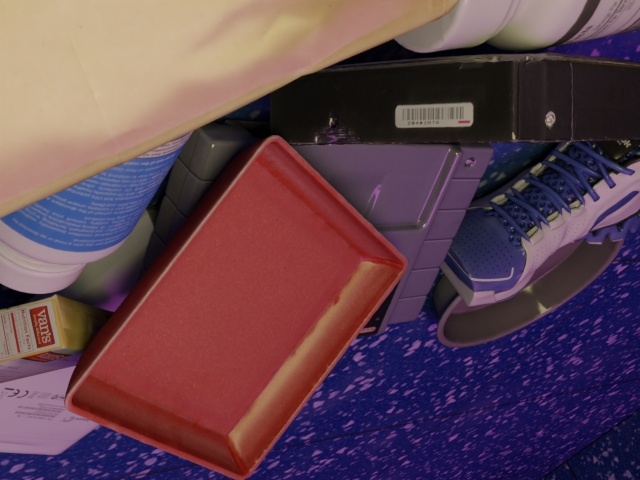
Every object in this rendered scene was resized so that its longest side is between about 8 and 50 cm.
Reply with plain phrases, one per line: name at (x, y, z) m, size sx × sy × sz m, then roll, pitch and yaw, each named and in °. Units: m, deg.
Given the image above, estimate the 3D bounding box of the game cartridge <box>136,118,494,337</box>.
game cartridge at (0.000, 0.000, 0.961) m, size 0.355 × 0.068 × 0.230 m, roll -4°, pitch 121°, yaw -41°

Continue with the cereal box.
cereal box at (-0.301, 0.099, 0.832) m, size 0.240 × 0.047 × 0.173 m, roll -14°, pitch 171°, yaw 1°

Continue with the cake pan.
cake pan at (0.280, 0.047, 1.393) m, size 0.293 × 0.054 × 0.293 m, roll -22°, pitch 153°, yaw -12°

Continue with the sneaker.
sneaker at (0.271, -0.063, 1.136) m, size 0.316 × 0.127 × 0.182 m, roll -23°, pitch 150°, yaw -26°

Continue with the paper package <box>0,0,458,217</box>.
paper package at (-0.140, -0.178, 0.317) m, size 0.310 × 0.168 × 0.324 m, roll -26°, pitch 121°, yaw -8°

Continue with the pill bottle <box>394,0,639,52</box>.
pill bottle at (0.181, -0.221, 0.702) m, size 0.283 × 0.161 × 0.161 m, roll -14°, pitch 150°, yaw -23°

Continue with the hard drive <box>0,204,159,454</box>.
hard drive at (-0.228, 0.108, 1.029) m, size 0.353 × 0.047 × 0.233 m, roll -36°, pitch 152°, yaw 17°

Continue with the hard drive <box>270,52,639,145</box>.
hard drive at (0.159, -0.110, 0.822) m, size 0.339 × 0.064 × 0.237 m, roll -5°, pitch -172°, yaw -44°

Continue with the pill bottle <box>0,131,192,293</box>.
pill bottle at (-0.170, -0.060, 0.697) m, size 0.124 × 0.124 × 0.221 m, roll -4°, pitch 145°, yaw -40°

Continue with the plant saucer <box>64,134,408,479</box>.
plant saucer at (-0.066, 0.062, 0.855) m, size 0.259 × 0.048 × 0.258 m, roll -52°, pitch 142°, yaw -2°
